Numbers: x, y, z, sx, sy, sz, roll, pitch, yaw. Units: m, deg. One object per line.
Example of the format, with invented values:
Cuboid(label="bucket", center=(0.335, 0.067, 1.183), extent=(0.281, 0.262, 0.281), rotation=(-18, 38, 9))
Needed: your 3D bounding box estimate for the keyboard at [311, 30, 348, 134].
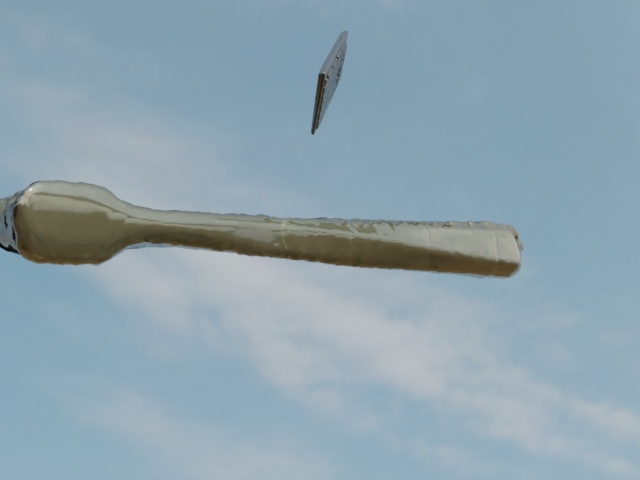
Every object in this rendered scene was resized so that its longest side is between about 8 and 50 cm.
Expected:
Cuboid(label="keyboard", center=(0.011, -0.170, 1.000), extent=(0.011, 0.202, 0.067), rotation=(11, -66, 3))

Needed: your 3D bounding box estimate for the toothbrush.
Cuboid(label="toothbrush", center=(0.000, 0.000, 0.417), extent=(0.297, 0.030, 0.031), rotation=(3, -3, -44))
